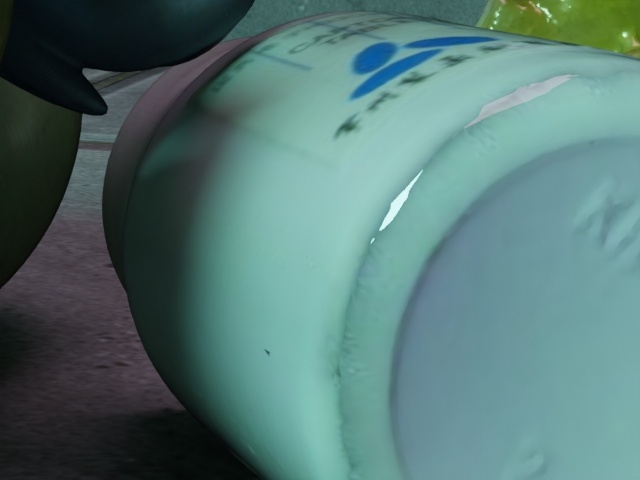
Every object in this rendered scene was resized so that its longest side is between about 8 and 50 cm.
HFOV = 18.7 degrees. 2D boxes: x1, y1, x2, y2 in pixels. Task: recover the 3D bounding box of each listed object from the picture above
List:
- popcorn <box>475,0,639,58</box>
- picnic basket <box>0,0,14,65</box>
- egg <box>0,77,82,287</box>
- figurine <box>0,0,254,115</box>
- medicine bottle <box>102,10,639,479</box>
[{"bbox_3d":[0.177,-0.044,0.968,0.254,0.191,0.190,3,51,-13],"label":"popcorn"},{"bbox_3d":[-0.243,-0.027,0.435,0.254,0.291,0.321,19,9,33],"label":"picnic basket"},{"bbox_3d":[-0.208,-0.056,0.826,0.218,0.218,0.295,0,17,-15],"label":"egg"},{"bbox_3d":[-0.123,-0.137,0.643,0.175,0.197,0.265,-19,63,-36],"label":"figurine"},{"bbox_3d":[0.027,0.010,0.649,0.170,0.170,0.293,-2,10,-21],"label":"medicine bottle"}]
